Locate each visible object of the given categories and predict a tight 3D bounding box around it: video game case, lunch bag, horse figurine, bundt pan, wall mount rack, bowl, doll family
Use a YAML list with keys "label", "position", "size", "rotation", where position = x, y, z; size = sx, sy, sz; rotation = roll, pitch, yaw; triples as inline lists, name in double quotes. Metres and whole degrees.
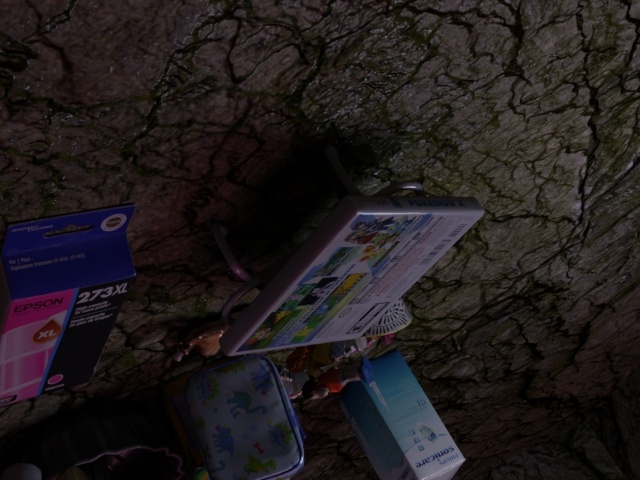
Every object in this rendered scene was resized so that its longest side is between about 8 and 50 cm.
- label: "video game case"
  position: [0.047, 0.051, 1.513]
  size: [0.300, 0.036, 0.329]
  rotation: [-2, 143, -48]
- label: "lunch bag"
  position: [-0.126, 0.314, 1.755]
  size: [0.176, 0.219, 0.090]
  rotation: [-19, 164, -6]
- label: "horse figurine"
  position: [-0.151, 0.167, 1.760]
  size: [0.263, 0.066, 0.174]
  rotation: [-11, 155, -31]
- label: "bundt pan"
  position: [-0.416, 0.411, 1.824]
  size: [0.330, 0.124, 0.331]
  rotation: [-22, 148, -15]
- label: "wall mount rack"
  position: [0.000, 0.000, 1.559]
  size: [0.350, 0.130, 0.304]
  rotation: [-34, 151, 8]
- label: "bowl"
  position: [0.077, 0.110, 1.853]
  size: [0.170, 0.080, 0.170]
  rotation: [-6, -167, 1]
- label: "doll family"
  position: [0.022, 0.194, 1.916]
  size: [0.163, 0.118, 0.263]
  rotation: [-22, -169, 24]

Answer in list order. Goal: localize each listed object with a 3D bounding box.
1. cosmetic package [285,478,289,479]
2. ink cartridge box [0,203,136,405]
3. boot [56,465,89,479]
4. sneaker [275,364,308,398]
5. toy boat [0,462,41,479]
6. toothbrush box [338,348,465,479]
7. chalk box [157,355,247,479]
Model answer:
- label: "cosmetic package"
  position: [-0.244, 0.692, 2.173]
  size: [0.393, 0.330, 0.327]
  rotation: [-10, 163, -16]
- label: "ink cartridge box"
  position: [-0.364, 0.098, 1.408]
  size: [0.175, 0.069, 0.371]
  rotation: [-12, 147, -35]
- label: "boot"
  position: [-0.455, 0.473, 1.678]
  size: [0.203, 0.095, 0.262]
  rotation: [-19, 150, -16]
- label: "sneaker"
  position: [-0.078, 0.278, 2.053]
  size: [0.157, 0.061, 0.065]
  rotation: [-7, 138, -43]
- label: "toy boat"
  position: [-0.564, 0.395, 1.560]
  size: [0.318, 0.148, 0.267]
  rotation: [3, 163, 21]
- label: "toothbrush box"
  position: [0.177, 0.432, 2.333]
  size: [0.126, 0.296, 0.216]
  rotation: [-20, 152, -21]
- label: "chalk box"
  position: [-0.197, 0.373, 1.951]
  size: [0.179, 0.180, 0.289]
  rotation: [-20, 152, -21]
